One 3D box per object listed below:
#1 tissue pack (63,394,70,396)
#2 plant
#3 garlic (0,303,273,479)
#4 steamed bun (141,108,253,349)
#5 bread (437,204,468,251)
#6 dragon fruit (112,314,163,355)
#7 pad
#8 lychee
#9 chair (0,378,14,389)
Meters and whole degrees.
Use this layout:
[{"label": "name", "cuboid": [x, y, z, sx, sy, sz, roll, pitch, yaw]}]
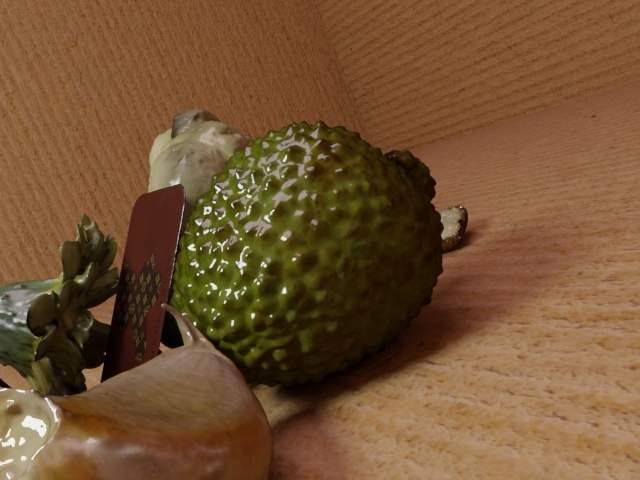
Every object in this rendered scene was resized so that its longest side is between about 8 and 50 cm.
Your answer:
[{"label": "tissue pack", "cuboid": [-0.221, 0.190, 0.505, 0.112, 0.051, 0.156, -25, -31, -15]}, {"label": "plant", "cuboid": [-0.360, 0.117, 0.800, 0.297, 0.306, 0.261, 8, 26, -43]}, {"label": "garlic", "cuboid": [-0.115, 0.139, 0.448, 0.145, 0.164, 0.245, -33, 0, 13]}, {"label": "steamed bun", "cuboid": [-0.145, -0.015, 0.926, 0.230, 0.325, 0.372, 2, 18, -12]}, {"label": "bread", "cuboid": [0.167, -0.003, 0.977, 0.129, 0.044, 0.126, -17, 17, 19]}, {"label": "dragon fruit", "cuboid": [-0.201, 0.152, 0.782, 0.092, 0.123, 0.192, 3, -5, -25]}, {"label": "pad", "cuboid": [-0.206, 0.071, 0.724, 0.004, 0.267, 0.181, 14, -10, -33]}, {"label": "lychee", "cuboid": [-0.006, 0.009, 0.665, 0.320, 0.270, 0.270, -61, 17, -8]}, {"label": "chair", "cuboid": [-0.347, 0.240, 0.652, 0.140, 0.221, 0.145, -21, 51, 8]}]
